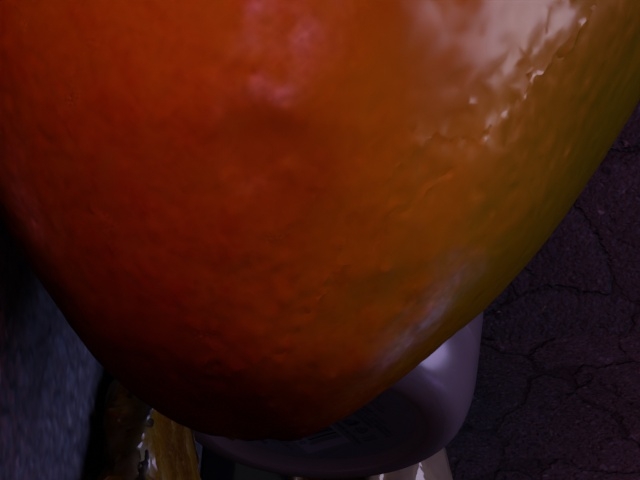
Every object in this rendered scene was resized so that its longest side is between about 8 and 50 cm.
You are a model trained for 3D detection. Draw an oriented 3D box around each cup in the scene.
[{"bbox_3d":[0.000,0.000,0.924,0.253,0.191,0.200,81,11,-56],"label":"cup"}]

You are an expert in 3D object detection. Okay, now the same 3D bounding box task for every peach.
[{"bbox_3d":[-0.014,-0.092,0.645,0.308,0.289,0.289,-49,154,-18],"label":"peach"}]

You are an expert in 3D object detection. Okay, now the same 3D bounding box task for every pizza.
[{"bbox_3d":[-0.083,0.139,0.807,0.176,0.036,0.185,-80,161,-67],"label":"pizza"}]

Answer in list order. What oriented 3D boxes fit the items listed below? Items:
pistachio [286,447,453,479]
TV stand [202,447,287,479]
[{"bbox_3d":[0.019,0.177,1.128,0.157,0.157,0.229,66,19,-68],"label":"pistachio"},{"bbox_3d":[-0.046,0.111,1.064,0.040,0.049,0.256,75,14,-51],"label":"TV stand"}]
